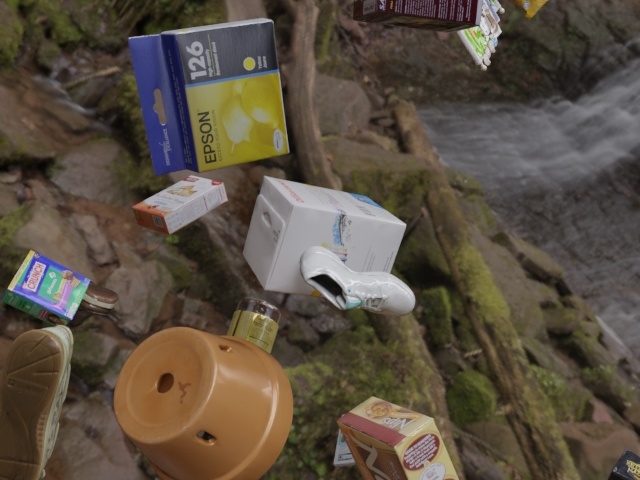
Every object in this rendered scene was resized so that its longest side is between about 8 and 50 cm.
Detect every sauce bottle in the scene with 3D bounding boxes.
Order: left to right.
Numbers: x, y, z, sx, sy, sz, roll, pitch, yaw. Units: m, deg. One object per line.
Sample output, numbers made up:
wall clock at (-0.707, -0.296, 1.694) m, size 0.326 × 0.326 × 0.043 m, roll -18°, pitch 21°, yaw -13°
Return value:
sauce bottle at (-0.184, 0.301, 1.482) m, size 0.111 × 0.111 × 0.344 m, roll 32°, pitch 62°, yaw -27°

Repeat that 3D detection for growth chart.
growth chart at (0.402, -0.554, 1.694) m, size 0.172 × 0.021 × 0.237 m, roll 40°, pitch 58°, yaw -28°

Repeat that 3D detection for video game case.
video game case at (0.114, 0.484, 1.656) m, size 0.019 × 0.157 × 0.143 m, roll 57°, pitch 30°, yaw -32°

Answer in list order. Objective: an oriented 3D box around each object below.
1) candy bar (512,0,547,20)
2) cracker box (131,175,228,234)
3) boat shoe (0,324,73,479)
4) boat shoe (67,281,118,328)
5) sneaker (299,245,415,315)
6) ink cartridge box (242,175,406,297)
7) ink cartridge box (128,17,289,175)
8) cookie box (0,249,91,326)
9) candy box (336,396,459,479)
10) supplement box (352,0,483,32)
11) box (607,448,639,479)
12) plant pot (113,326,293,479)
candy bar at (0.231, -0.355, 0.882) m, size 0.161 × 0.040 × 0.018 m, roll 44°, pitch 29°, yaw 9°
cracker box at (-0.411, -0.109, 1.976) m, size 0.156 × 0.067 × 0.232 m, roll 14°, pitch 37°, yaw 39°
boat shoe at (-0.412, 0.259, 0.942) m, size 0.104 × 0.285 × 0.089 m, roll 23°, pitch 2°, yaw 1°
boat shoe at (-0.461, 0.128, 1.297) m, size 0.095 × 0.095 × 0.257 m, roll 20°, pitch -6°, yaw -30°
sneaker at (0.060, 0.089, 1.108) m, size 0.212 × 0.080 × 0.094 m, roll 23°, pitch 26°, yaw -11°
ink cartridge box at (0.000, 0.000, 1.244) m, size 0.233 × 0.168 × 0.171 m, roll 10°, pitch 18°, yaw -26°
ink cartridge box at (-0.232, -0.309, 1.466) m, size 0.307 × 0.303 × 0.072 m, roll -18°, pitch 26°, yaw -24°
cookie box at (-0.438, 0.080, 1.076) m, size 0.107 × 0.040 × 0.092 m, roll 30°, pitch 38°, yaw -20°
candy box at (0.159, 0.426, 1.096) m, size 0.183 × 0.087 × 0.316 m, roll -3°, pitch -68°, yaw 63°
supplement box at (0.202, -0.491, 1.407) m, size 0.239 × 0.073 × 0.130 m, roll 0°, pitch 9°, yaw -20°
box at (0.560, 0.514, 1.031) m, size 0.293 × 0.295 × 0.073 m, roll 27°, pitch 37°, yaw 32°
plant pot at (-0.220, 0.280, 1.176) m, size 0.291 × 0.291 × 0.203 m, roll 56°, pitch 2°, yaw 39°
